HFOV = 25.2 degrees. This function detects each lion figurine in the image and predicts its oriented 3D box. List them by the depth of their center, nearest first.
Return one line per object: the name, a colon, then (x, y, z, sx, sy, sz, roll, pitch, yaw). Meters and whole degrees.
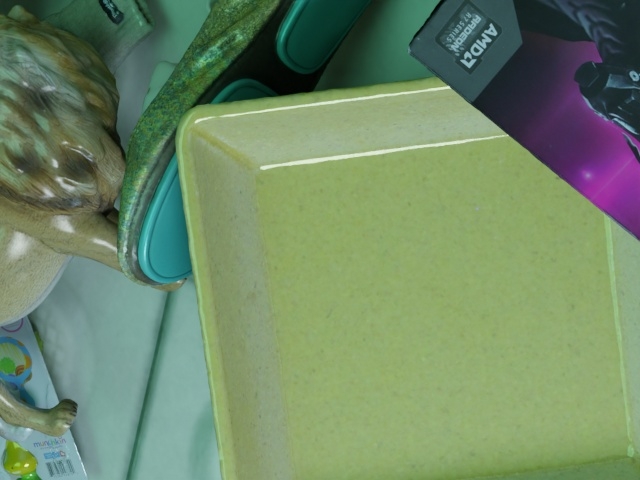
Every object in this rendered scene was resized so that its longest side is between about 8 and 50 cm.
lion figurine: (-0.265, 0.022, 1.169, 0.240, 0.142, 0.392, 33, 100, -18)

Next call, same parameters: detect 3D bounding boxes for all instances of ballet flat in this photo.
ballet flat: (-0.059, -0.130, 1.038, 0.123, 0.123, 0.348, 32, 88, 24)

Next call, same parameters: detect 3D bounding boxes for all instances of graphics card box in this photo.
graphics card box: (0.264, -0.089, 0.829, 0.371, 0.094, 0.233, 41, 124, 0)

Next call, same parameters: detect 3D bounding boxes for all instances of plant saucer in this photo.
plant saucer: (0.088, 0.053, 0.984, 0.333, 0.081, 0.333, -7, 96, 2)

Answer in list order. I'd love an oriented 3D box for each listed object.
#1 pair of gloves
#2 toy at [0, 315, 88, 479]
pair of gloves: (-0.257, -0.209, 1.245, 0.204, 0.042, 0.240, -46, 75, 28)
toy: (-0.298, 0.118, 1.326, 0.137, 0.056, 0.237, -13, 98, 26)
